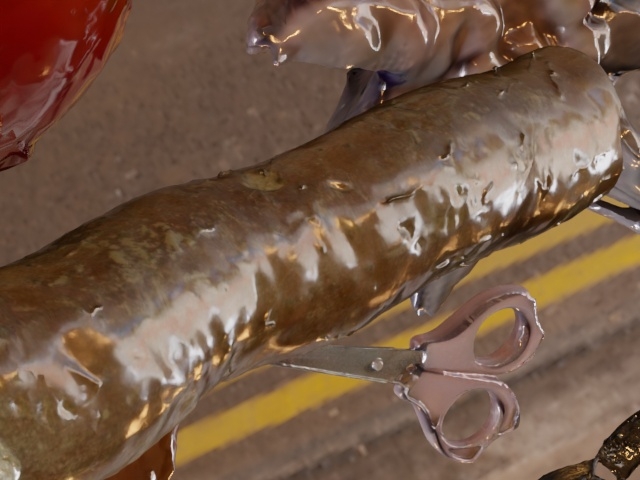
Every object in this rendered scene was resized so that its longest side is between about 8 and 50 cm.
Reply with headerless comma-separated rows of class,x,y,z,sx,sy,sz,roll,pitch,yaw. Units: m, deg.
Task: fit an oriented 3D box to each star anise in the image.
star anise,0.070,-0.080,0.647,0.236,0.093,0.229,8,96,-30

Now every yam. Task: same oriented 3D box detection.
yam,0.000,0.000,0.428,0.253,0.061,0.061,-25,152,-42

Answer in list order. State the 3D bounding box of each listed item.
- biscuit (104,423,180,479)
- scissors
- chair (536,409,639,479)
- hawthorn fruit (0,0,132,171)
biscuit,-0.303,0.213,1.348,0.166,0.395,0.343,17,87,-48
scissors,0.036,0.063,0.807,0.189,0.015,0.100,8,104,-36
chair,0.218,0.179,0.933,0.149,0.174,0.213,23,120,-31
hawthorn fruit,-0.174,-0.134,0.382,0.265,0.265,0.307,-27,171,-7
